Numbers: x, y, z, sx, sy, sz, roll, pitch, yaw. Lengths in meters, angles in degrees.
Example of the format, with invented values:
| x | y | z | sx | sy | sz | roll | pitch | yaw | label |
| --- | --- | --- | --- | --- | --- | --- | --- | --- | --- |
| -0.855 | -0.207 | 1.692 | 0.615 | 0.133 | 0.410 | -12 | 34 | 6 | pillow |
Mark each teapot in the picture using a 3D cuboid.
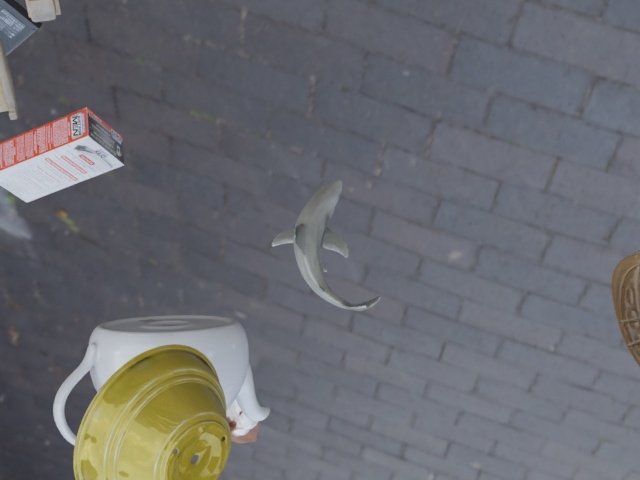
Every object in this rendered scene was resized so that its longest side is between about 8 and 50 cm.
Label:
| x | y | z | sx | sy | sz | roll | pitch | yaw | label |
| --- | --- | --- | --- | --- | --- | --- | --- | --- | --- |
| -0.227 | 0.214 | 1.703 | 0.256 | 0.187 | 0.252 | 0 | -177 | 12 | teapot |

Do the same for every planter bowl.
| x | y | z | sx | sy | sz | roll | pitch | yaw | label |
| --- | --- | --- | --- | --- | --- | --- | --- | --- | --- |
| -0.169 | 0.237 | 1.333 | 0.090 | 0.217 | 0.217 | 23 | 156 | 39 | planter bowl |

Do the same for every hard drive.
| x | y | z | sx | sy | sz | roll | pitch | yaw | label |
| --- | --- | --- | --- | --- | --- | --- | --- | --- | --- |
| -0.609 | -0.410 | 2.205 | 0.135 | 0.022 | 0.094 | -27 | 125 | 38 | hard drive |

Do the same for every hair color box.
| x | y | z | sx | sy | sz | roll | pitch | yaw | label |
| --- | --- | --- | --- | --- | --- | --- | --- | --- | --- |
| -0.370 | -0.118 | 1.612 | 0.167 | 0.053 | 0.093 | -18 | 151 | 17 | hair color box |

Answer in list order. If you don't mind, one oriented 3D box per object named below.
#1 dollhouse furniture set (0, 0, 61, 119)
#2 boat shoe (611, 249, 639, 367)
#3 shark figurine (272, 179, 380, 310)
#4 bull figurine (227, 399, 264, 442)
| x | y | z | sx | sy | sz | roll | pitch | yaw | label |
| --- | --- | --- | --- | --- | --- | --- | --- | --- | --- |
| -0.515 | -0.304 | 1.715 | 0.303 | 0.174 | 0.355 | -8 | 133 | -7 | dollhouse furniture set |
| 0.486 | 0.138 | 1.414 | 0.342 | 0.123 | 0.123 | 51 | 140 | -5 | boat shoe |
| -0.010 | 0.027 | 2.083 | 0.166 | 0.278 | 0.116 | -21 | 155 | 9 | shark figurine |
| -0.187 | 0.324 | 2.286 | 0.188 | 0.101 | 0.310 | 50 | 167 | 17 | bull figurine |
